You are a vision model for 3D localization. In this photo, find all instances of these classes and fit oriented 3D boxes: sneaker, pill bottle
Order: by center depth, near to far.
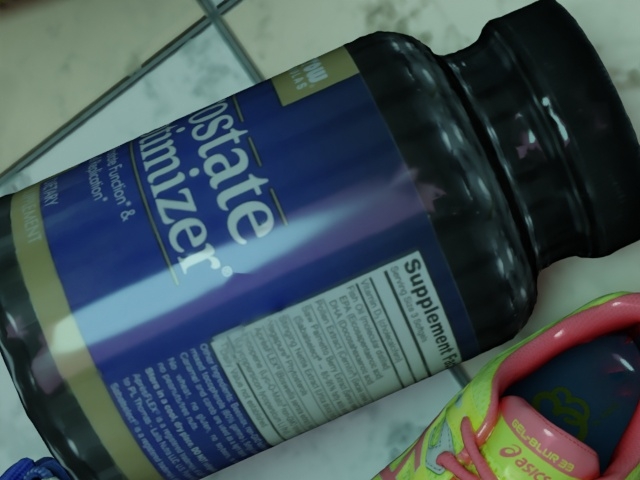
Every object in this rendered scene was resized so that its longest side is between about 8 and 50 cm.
[{"bbox_3d":[0.053,0.089,0.471,0.081,0.094,0.208,37,66,11],"label":"sneaker"},{"bbox_3d":[0.000,0.000,0.504,0.219,0.123,0.122,-25,86,1],"label":"pill bottle"}]

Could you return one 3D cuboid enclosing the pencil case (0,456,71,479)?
[{"bbox_3d":[-0.023,0.191,0.524,0.306,0.119,0.133,29,126,10],"label":"pencil case"}]
